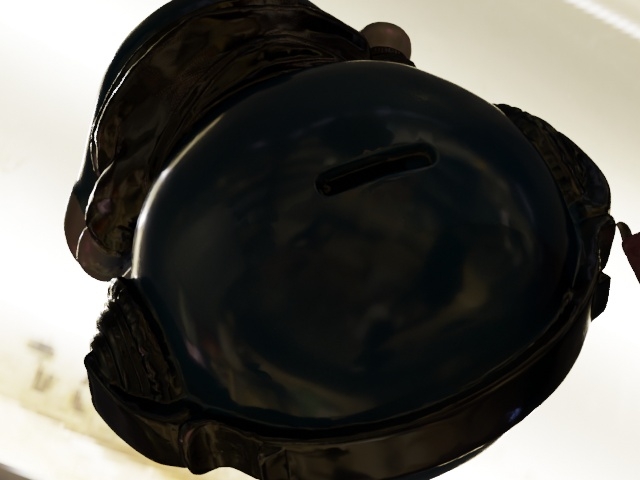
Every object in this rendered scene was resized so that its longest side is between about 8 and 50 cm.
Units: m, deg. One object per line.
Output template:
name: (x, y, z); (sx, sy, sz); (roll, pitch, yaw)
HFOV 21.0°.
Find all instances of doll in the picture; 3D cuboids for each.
doll: (0.000, 0.000, 0.907); (0.284, 0.310, 0.240); (-20, -43, -14)

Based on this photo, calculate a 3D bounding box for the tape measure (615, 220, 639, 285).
tape measure: (0.192, 0.019, 0.669); (0.118, 0.074, 0.125); (-30, -109, 27)
